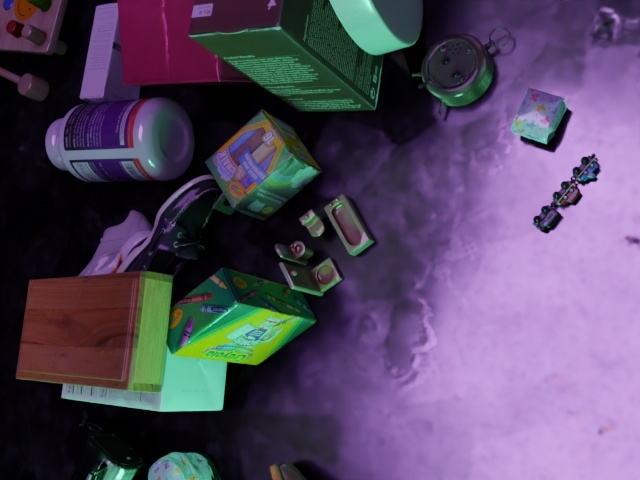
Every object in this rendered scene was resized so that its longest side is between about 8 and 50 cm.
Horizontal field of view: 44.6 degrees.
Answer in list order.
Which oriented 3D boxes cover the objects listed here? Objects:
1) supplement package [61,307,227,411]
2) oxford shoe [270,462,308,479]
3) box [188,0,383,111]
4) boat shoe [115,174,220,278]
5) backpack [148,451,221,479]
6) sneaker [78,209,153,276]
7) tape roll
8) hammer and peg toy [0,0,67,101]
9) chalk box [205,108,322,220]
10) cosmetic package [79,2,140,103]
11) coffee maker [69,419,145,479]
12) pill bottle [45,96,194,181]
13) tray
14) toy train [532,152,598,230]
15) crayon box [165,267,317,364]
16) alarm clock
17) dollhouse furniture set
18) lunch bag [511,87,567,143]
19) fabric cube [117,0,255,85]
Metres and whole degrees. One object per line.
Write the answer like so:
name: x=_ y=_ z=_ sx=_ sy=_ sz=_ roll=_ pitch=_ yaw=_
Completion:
supplement package: x=-0.353 y=0.237 z=1.596 sx=0.262 sy=0.199 sz=0.198 roll=0 pitch=80 yaw=29
oxford shoe: x=0.044 y=0.517 z=1.399 sx=0.132 sy=0.130 sz=0.363 roll=-36 pitch=53 yaw=-18
box: x=-0.049 y=-0.365 z=1.445 sx=0.191 sy=0.381 sz=0.143 roll=4 pitch=82 yaw=29
boat shoe: x=-0.307 y=0.013 z=1.657 sx=0.340 sy=0.127 sz=0.113 roll=-46 pitch=63 yaw=16
backpack: x=-0.268 y=0.512 z=1.548 sx=0.152 sy=0.115 sz=0.182 roll=-23 pitch=68 yaw=25
sneaker: x=-0.475 y=0.039 z=1.771 sx=0.262 sy=0.099 sz=0.121 roll=-38 pitch=58 yaw=9
tape roll: x=0.085 y=-0.533 z=1.403 sx=0.072 sy=0.392 sz=0.392 roll=-10 pitch=76 yaw=26
hammer and peg toy: x=-0.772 y=-0.557 z=2.014 sx=0.265 sy=0.127 sz=0.361 roll=12 pitch=86 yaw=29
chalk box: x=-0.133 y=-0.136 z=1.590 sx=0.213 sy=0.132 sz=0.132 roll=-39 pitch=65 yaw=15
cosmetic package: x=-0.482 y=-0.428 z=1.842 sx=0.085 sy=0.117 sz=0.231 roll=2 pitch=82 yaw=30
coffee maker: x=-0.482 y=0.513 z=1.675 sx=0.171 sy=0.120 sz=0.178 roll=33 pitch=96 yaw=52
pill bottle: x=-0.456 y=-0.222 z=1.751 sx=0.322 sy=0.181 sz=0.182 roll=2 pitch=81 yaw=28
tray: x=-0.437 y=0.170 z=1.464 sx=0.410 sy=0.076 sz=0.203 roll=-6 pitch=76 yaw=43
toy train: x=0.426 y=-0.081 z=1.340 sx=0.036 sy=0.027 sz=0.158 roll=41 pitch=101 yaw=24
crayon box: x=-0.149 y=0.149 z=1.459 sx=0.165 sy=0.278 sz=0.081 roll=-38 pitch=63 yaw=17
alarm clock: x=0.270 y=-0.333 z=1.456 sx=0.192 sy=0.064 sz=0.129 roll=-35 pitch=66 yaw=15
dollhouse furniture set: x=0.000 y=0.000 z=1.497 sx=0.151 sy=0.123 sz=0.144 roll=-36 pitch=66 yaw=18
lunch bag: x=0.384 y=-0.217 z=1.375 sx=0.071 sy=0.053 sz=0.083 roll=23 pitch=82 yaw=27
fabric cube: x=-0.241 y=-0.451 z=1.603 sx=0.259 sy=0.254 sz=0.258 roll=4 pitch=103 yaw=28
